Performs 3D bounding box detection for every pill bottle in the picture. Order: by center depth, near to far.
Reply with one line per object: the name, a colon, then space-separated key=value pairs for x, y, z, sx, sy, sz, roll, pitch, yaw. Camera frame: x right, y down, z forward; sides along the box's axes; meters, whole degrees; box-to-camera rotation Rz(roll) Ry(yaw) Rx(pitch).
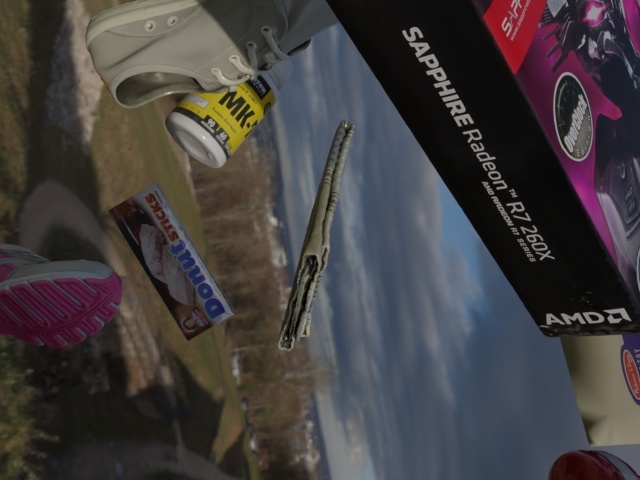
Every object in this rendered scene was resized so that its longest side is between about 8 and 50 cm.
pill bottle: x=-0.145 y=-0.230 z=1.345 sx=0.208 sy=0.119 sz=0.119 roll=-53 pitch=168 yaw=-16

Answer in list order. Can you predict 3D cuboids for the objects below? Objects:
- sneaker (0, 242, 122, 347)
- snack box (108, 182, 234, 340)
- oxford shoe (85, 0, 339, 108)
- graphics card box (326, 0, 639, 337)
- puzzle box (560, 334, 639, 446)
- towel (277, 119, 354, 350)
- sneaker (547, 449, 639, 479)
sneaker: x=-0.329 y=0.048 z=0.894 sx=0.111 sy=0.252 sz=0.103 roll=-84 pitch=161 yaw=-44
snack box: x=-0.173 y=0.025 z=0.964 sx=0.178 sy=0.064 sz=0.022 roll=59 pitch=-2 yaw=-4
oxford shoe: x=-0.094 y=-0.266 z=1.066 sx=0.169 sy=0.449 sz=0.130 roll=17 pitch=63 yaw=-72
graphics card box: x=0.147 y=-0.131 z=0.577 sx=0.371 sy=0.094 sz=0.233 roll=53 pitch=47 yaw=-32
puzzle box: x=0.409 y=0.053 z=1.058 sx=0.272 sy=0.052 sz=0.409 roll=-25 pitch=-105 yaw=55
towel: x=0.000 y=0.000 z=1.449 sx=0.312 sy=0.056 sz=0.324 roll=108 pitch=-3 yaw=-52
sneaker: x=0.126 y=0.182 z=0.486 sx=0.221 sy=0.128 sz=0.087 roll=-68 pitch=177 yaw=-70
